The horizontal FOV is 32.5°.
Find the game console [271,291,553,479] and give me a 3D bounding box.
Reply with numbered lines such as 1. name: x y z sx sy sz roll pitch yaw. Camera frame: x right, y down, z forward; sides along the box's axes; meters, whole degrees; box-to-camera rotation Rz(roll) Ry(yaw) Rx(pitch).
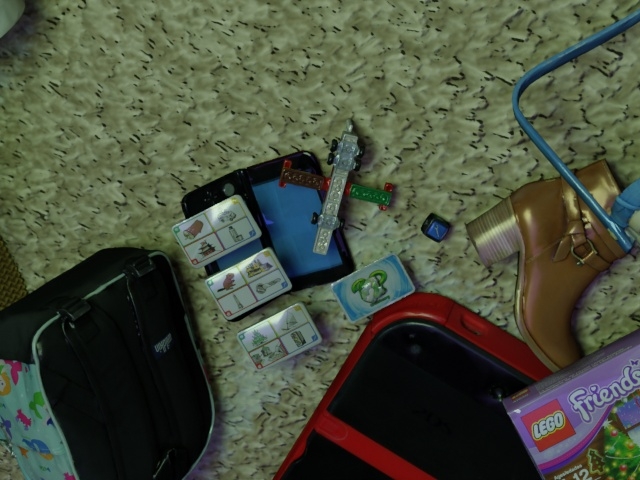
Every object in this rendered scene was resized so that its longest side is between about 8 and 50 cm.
1. game console: 0.168 0.268 1.177 0.387 0.060 0.342 31 116 3

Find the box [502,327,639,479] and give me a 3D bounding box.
1. box: 0.350 0.176 1.042 0.293 0.057 0.200 -29 94 6

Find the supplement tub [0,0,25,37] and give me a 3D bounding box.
1. supplement tub: -0.443 -0.316 1.002 0.241 0.241 0.331 -14 124 19

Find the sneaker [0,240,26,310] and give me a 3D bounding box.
1. sneaker: -0.397 0.037 1.241 0.084 0.069 0.185 -14 98 28

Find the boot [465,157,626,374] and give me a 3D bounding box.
1. boot: 0.250 0.029 1.062 0.152 0.073 0.197 -28 104 15

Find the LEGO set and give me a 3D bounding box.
1. LEGO set: 0.000 0.000 1.111 0.244 0.060 0.182 -28 107 6

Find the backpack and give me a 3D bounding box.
1. backpack: -0.232 0.157 1.151 0.191 0.225 0.253 -5 113 39

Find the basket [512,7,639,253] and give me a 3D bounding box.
1. basket: 0.335 -0.080 0.927 0.255 0.201 0.288 -31 77 6

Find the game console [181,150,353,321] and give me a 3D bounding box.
1. game console: -0.053 -0.003 1.123 0.085 0.124 0.144 -6 109 48
